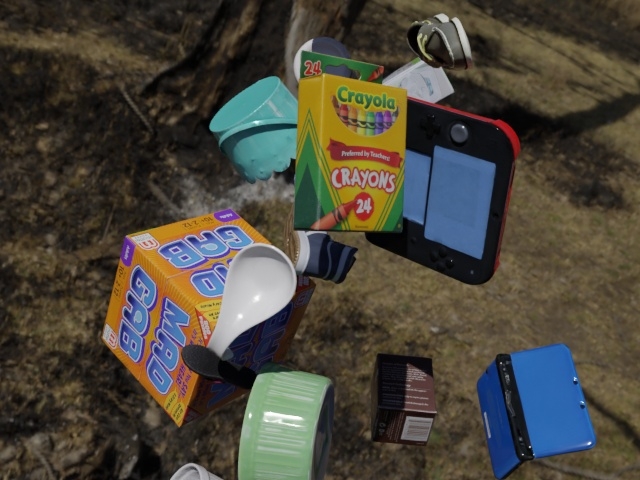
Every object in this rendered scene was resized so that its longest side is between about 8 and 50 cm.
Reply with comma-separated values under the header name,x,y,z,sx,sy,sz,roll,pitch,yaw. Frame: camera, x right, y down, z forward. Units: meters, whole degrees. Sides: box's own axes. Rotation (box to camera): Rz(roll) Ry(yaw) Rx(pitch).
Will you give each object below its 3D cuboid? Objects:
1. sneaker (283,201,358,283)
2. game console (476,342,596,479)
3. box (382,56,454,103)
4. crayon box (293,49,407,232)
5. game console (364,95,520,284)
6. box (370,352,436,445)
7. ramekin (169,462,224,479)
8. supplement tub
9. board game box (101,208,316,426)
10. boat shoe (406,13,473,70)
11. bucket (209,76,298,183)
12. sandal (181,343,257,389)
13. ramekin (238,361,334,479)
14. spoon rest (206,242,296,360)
name,x,y,z,sx,sy,sz,roll,pitch,yaw
sneaker,0.000,0.000,1.730,0.153,0.099,0.282,16,32,-13
game console,0.550,0.448,1.932,0.173,0.250,0.293,6,51,-11
box,0.248,-0.436,2.137,0.127,0.231,0.262,57,12,-12
crayon box,0.056,-0.174,1.327,0.202,0.318,0.081,0,2,-37
game console,0.247,-0.109,1.606,0.342,0.386,0.060,21,36,27
box,0.237,0.463,2.154,0.167,0.168,0.203,5,40,-1
ramekin,-0.259,0.583,1.543,0.109,0.207,0.207,30,25,-25
supplement tub,0.016,-0.424,1.867,0.144,0.144,0.199,30,7,5
board game box,-0.300,0.187,1.945,0.356,0.356,0.356,40,36,26
boat shoe,0.248,-0.412,1.559,0.091,0.109,0.305,-16,23,3
bucket,-0.163,-0.313,2.071,0.183,0.281,0.281,52,18,-27
sandal,-0.224,0.281,1.597,0.179,0.040,0.067,27,45,-17
ramekin,-0.065,0.427,1.624,0.148,0.303,0.303,6,27,11
spoon rest,-0.145,0.129,1.439,0.137,0.276,0.084,34,23,6
